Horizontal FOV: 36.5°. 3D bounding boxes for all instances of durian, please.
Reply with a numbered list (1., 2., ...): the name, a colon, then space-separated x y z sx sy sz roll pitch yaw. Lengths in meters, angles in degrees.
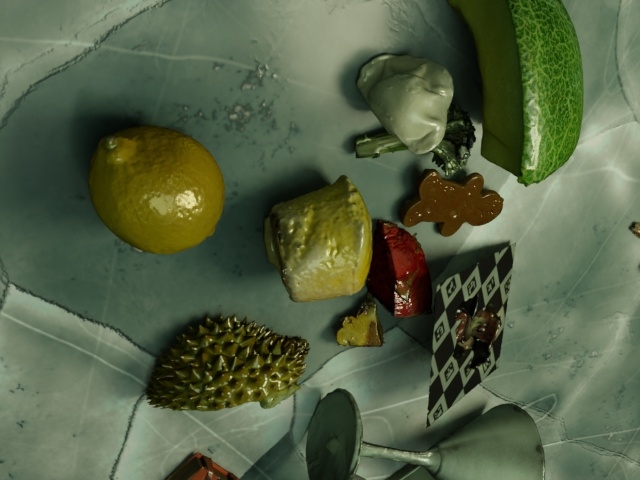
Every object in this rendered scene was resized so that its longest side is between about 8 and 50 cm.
1. durian: -0.141 0.224 1.662 0.306 0.172 0.166 -17 146 -25

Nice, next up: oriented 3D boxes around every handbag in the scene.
1. handbag: -0.246 0.492 1.805 0.190 0.063 0.127 -44 124 7

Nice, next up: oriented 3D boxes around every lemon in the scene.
1. lemon: -0.242 -0.076 1.435 0.187 0.187 0.244 -49 132 5

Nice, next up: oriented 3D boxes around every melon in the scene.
1. melon: 0.311 -0.304 1.556 0.331 0.226 0.343 -45 136 -49

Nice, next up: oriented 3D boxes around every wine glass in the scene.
1. wine glass: 0.191 0.416 1.857 0.406 0.267 0.267 14 109 -23

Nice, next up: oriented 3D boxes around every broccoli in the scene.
1. broccoli: 0.157 -0.169 1.627 0.204 0.118 0.122 -6 149 -4

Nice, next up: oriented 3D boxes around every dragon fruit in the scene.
1. dragon fruit: 0.155 0.048 1.717 0.127 0.120 0.161 -9 115 -26

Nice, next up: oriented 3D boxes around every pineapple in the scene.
1. pineapple: 0.085 0.151 1.770 0.114 0.077 0.114 2 101 -29

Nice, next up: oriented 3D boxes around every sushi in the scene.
1. sushi: 0.256 0.161 1.802 0.292 0.059 0.294 -25 126 -48

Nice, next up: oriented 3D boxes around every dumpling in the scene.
1. dumpling: 0.150 -0.228 1.550 0.134 0.169 0.100 -37 138 3

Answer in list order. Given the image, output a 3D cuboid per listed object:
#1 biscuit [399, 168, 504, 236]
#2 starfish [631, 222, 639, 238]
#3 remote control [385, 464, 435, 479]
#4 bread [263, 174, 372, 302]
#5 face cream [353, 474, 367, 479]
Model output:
1. biscuit: 0.241 -0.067 1.740 0.205 0.031 0.138 5 125 -29
2. starfish: 0.741 -0.026 1.986 0.240 0.043 0.227 10 112 -31
3. remote control: 0.128 0.567 2.020 0.285 0.038 0.123 -31 123 -7
4. bread: 0.002 0.001 1.589 0.170 0.197 0.197 -13 120 -10
5. face cream: 0.056 0.520 1.917 0.104 0.117 0.117 41 95 -25
